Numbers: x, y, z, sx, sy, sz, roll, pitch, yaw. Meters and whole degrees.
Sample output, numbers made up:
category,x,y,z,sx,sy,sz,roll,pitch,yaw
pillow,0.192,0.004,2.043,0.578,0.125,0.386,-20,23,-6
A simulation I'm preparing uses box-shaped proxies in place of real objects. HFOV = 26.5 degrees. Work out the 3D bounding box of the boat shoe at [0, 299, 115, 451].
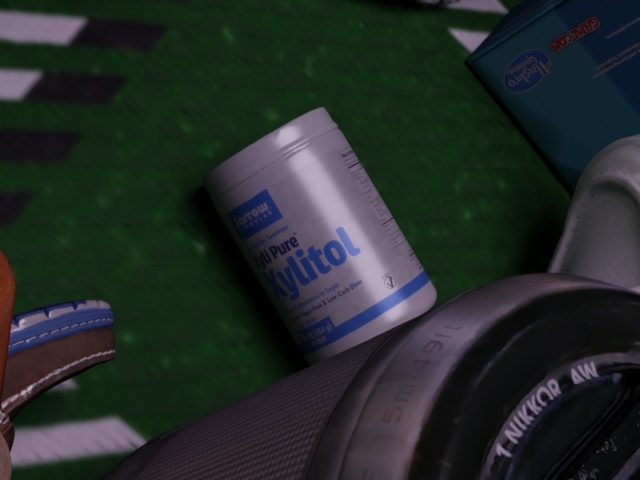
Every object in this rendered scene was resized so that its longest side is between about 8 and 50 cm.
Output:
category,x,y,z,sx,sy,sz,roll,pitch,yaw
boat shoe,-0.149,0.078,0.495,0.183,0.066,0.066,-25,91,-32

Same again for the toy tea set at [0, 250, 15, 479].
category,x,y,z,sx,sy,sz,roll,pitch,yaw
toy tea set,-0.257,0.036,0.380,0.336,0.124,0.200,21,31,-8

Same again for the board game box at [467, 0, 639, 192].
category,x,y,z,sx,sy,sz,roll,pitch,yaw
board game box,0.283,-0.043,0.753,0.336,0.254,0.079,50,48,-10

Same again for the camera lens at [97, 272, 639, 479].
category,x,y,z,sx,sy,sz,roll,pitch,yaw
camera lens,0.029,0.147,0.454,0.219,0.274,0.219,16,61,-32

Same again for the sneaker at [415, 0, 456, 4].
category,x,y,z,sx,sy,sz,roll,pitch,yaw
sneaker,0.124,-0.212,0.798,0.292,0.118,0.110,-16,83,-40

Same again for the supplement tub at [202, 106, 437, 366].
category,x,y,z,sx,sy,sz,roll,pitch,yaw
supplement tub,0.000,0.000,0.635,0.071,0.071,0.107,-33,91,-42

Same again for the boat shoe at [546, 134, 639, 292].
category,x,y,z,sx,sy,sz,roll,pitch,yaw
boat shoe,0.117,0.106,0.653,0.156,0.136,0.367,17,70,-28
